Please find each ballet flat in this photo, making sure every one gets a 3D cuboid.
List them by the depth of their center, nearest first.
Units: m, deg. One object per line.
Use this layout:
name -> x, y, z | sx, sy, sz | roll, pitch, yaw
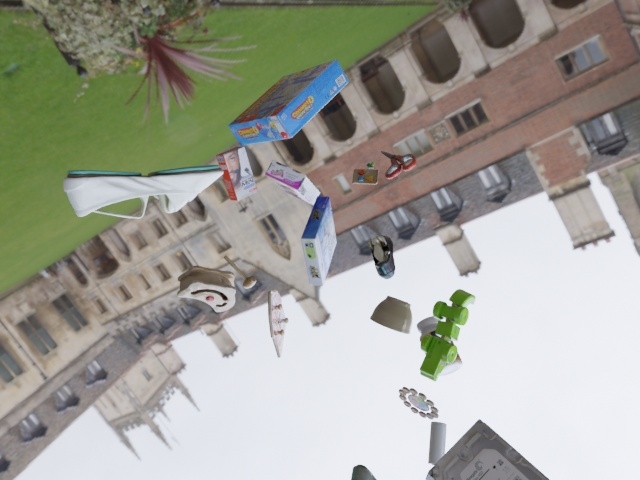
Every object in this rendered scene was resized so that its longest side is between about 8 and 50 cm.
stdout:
ballet flat -> -0.446, -0.126, 1.297 | 0.400, 0.139, 0.139 | -9, 177, -33
ballet flat -> 0.177, 0.029, 1.457 | 0.074, 0.074, 0.203 | -28, -150, 17
ballet flat -> 0.162, 0.751, 1.490 | 0.072, 0.213, 0.068 | -24, -151, 39

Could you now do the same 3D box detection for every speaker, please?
speaker -> 0.393, 0.685, 1.676 | 0.055, 0.055, 0.136 | -20, -130, 46

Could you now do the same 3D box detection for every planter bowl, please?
planter bowl -> 0.282, 0.275, 1.893 | 0.162, 0.162, 0.109 | -161, -89, -75

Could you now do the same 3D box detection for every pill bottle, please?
pill bottle -> 0.604, 0.540, 2.559 | 0.162, 0.162, 0.278 | -29, -125, 15

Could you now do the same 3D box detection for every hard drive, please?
hard drive -> 0.481, 0.670, 1.307 | 0.237, 0.064, 0.339 | -30, -128, -28

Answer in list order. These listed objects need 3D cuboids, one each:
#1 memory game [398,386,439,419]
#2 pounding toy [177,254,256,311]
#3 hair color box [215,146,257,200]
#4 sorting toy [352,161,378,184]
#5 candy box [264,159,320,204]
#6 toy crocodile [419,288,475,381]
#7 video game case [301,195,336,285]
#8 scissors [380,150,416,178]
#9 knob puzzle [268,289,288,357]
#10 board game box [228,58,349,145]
memory game -> 0.396, 0.663, 2.024 | 0.012, 0.186, 0.186 | -46, -163, -33
pounding toy -> -0.385, 0.155, 1.821 | 0.154, 0.269, 0.155 | -52, -143, 38
hair color box -> -0.288, -0.231, 1.724 | 0.093, 0.167, 0.053 | -32, -154, -35
sorting toy -> 0.110, -0.166, 1.215 | 0.062, 0.012, 0.083 | 1, -136, 9
candy box -> -0.108, -0.229, 2.009 | 0.071, 0.159, 0.233 | -62, 162, -4
toy crocodile -> 0.440, 0.323, 1.730 | 0.115, 0.105, 0.340 | 10, -110, 45
video game case -> 0.000, 0.000, 1.972 | 0.061, 0.244, 0.269 | 3, -139, 14
scissors -> 0.254, -0.274, 1.643 | 0.109, 0.021, 0.297 | -32, -160, 17
knob puzzle -> -0.131, 0.239, 1.571 | 0.030, 0.213, 0.213 | -7, -164, 8
board game box -> -0.110, -0.449, 1.642 | 0.302, 0.086, 0.308 | 6, -131, 51
